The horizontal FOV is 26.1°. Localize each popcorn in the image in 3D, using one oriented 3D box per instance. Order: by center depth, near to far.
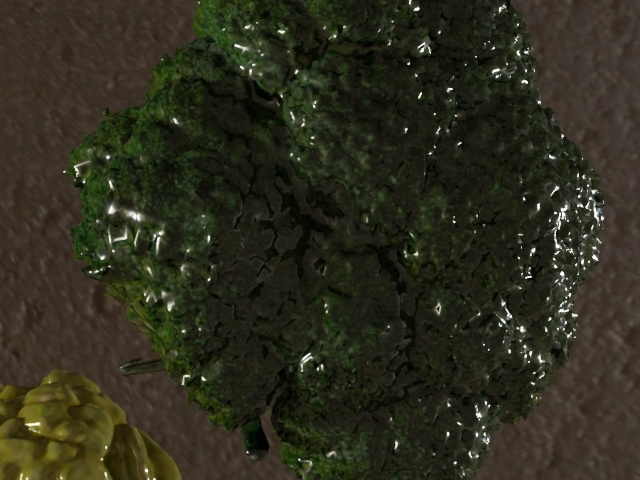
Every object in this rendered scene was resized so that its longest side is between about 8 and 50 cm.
[{"bbox_3d":[-0.261,0.234,1.332,0.259,0.212,0.259,-28,155,-14],"label":"popcorn"}]

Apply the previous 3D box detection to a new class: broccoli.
[{"bbox_3d":[0.000,0.000,0.730,0.304,0.283,0.321,-45,113,-41],"label":"broccoli"}]
